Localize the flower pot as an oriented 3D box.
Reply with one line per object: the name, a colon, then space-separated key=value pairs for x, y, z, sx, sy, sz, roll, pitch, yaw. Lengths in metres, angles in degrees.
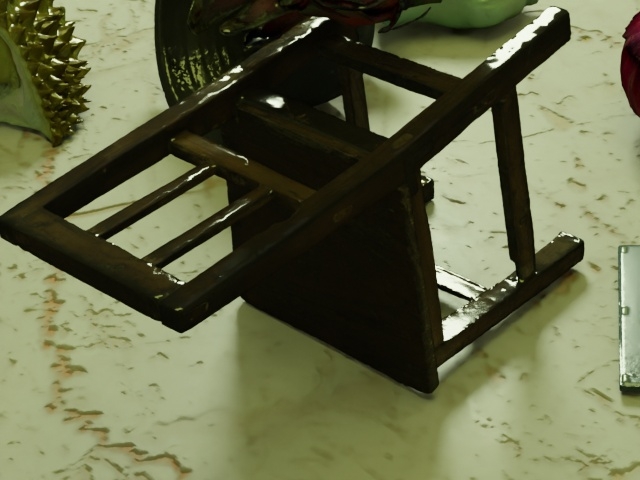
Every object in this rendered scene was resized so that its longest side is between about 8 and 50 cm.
flower pot: x=-0.045 y=-0.207 z=1.464 sx=0.148 sy=0.235 sz=0.235 roll=-4 pitch=32 yaw=-33

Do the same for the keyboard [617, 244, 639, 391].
keyboard: x=0.263 y=0.059 z=1.218 sx=0.055 sy=0.014 sz=0.176 roll=2 pitch=37 yaw=9

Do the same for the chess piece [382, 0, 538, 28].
chess piece: x=0.096 y=-0.321 z=1.655 sx=0.176 sy=0.176 sz=0.298 roll=-22 pitch=53 yaw=-23

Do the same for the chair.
chair: x=0.000 y=0.000 z=1.150 sx=0.203 sy=0.240 sz=0.416 roll=26 pitch=49 yaw=34

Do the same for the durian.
durian: x=-0.364 y=-0.198 z=1.534 sx=0.306 sy=0.166 sz=0.172 roll=9 pitch=8 yaw=8

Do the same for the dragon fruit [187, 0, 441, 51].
dragon fruit: x=0.015 y=-0.242 z=1.114 sx=0.193 sy=0.192 sz=0.274 roll=18 pitch=55 yaw=19

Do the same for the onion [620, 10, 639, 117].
onion: x=0.385 y=-0.160 z=1.384 sx=0.248 sy=0.161 sz=0.248 roll=-3 pitch=26 yaw=2
